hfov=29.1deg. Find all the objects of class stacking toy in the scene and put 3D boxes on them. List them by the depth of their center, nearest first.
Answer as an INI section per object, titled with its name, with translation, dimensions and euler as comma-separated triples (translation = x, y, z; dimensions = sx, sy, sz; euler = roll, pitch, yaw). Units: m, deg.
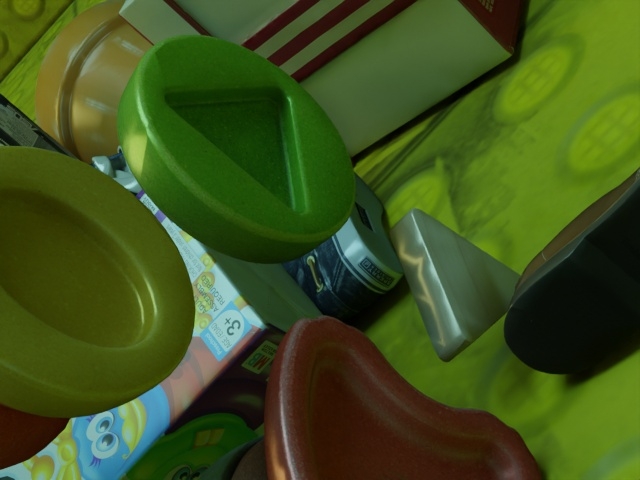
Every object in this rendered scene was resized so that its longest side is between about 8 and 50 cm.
[stacking toy]
translation = -0.044, 0.059, 0.606
dimensions = 0.130, 0.309, 0.279
euler = -44, 12, 36

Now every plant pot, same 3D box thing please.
[plant pot]
translation = -0.143, -0.121, 1.195
dimensions = 0.205, 0.205, 0.188
euler = -53, 39, -9

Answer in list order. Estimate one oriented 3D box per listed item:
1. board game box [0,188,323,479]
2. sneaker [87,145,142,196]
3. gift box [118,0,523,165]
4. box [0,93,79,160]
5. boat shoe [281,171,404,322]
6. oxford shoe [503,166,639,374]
[board game box]
translation = -0.123, 0.126, 0.759
dimensions = 0.275, 0.144, 0.142
euler = -46, 53, 7
[sneaker]
translation = -0.175, -0.025, 0.853
dimensions = 0.323, 0.236, 0.130
euler = -53, 35, -11
[gift box]
translation = -0.006, -0.240, 1.016
dimensions = 0.258, 0.276, 0.255
euler = -32, 23, 38
[box]
translation = -0.281, -0.001, 1.180
dimensions = 0.183, 0.231, 0.056
euler = -39, 22, 22
[boat shoe]
translation = 0.000, 0.000, 0.886
dimensions = 0.083, 0.065, 0.183
euler = -44, 24, 15
[oxford shoe]
translation = 0.176, -0.020, 0.600
dimensions = 0.212, 0.076, 0.076
euler = -36, 16, 28
